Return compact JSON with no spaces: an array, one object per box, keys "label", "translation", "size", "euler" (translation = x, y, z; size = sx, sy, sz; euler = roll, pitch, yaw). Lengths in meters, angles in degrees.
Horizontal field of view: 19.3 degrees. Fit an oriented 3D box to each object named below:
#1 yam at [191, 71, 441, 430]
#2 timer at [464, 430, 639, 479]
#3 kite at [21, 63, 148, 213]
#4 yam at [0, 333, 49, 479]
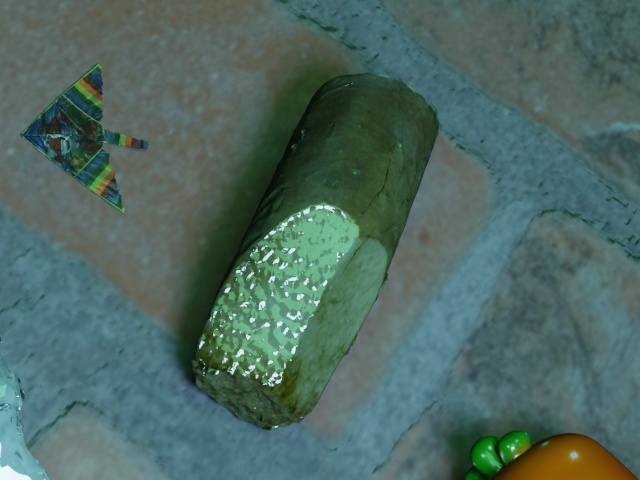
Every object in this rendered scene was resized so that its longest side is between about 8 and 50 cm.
[{"label":"yam","translation":[0.000,0.000,1.272],"size":[0.106,0.106,0.259],"euler":[27,53,-6]},{"label":"timer","translation":[0.146,0.175,1.225],"size":[0.136,0.099,0.136],"euler":[20,49,-25]},{"label":"kite","translation":[-0.163,-0.074,1.303],"size":[0.090,0.004,0.122],"euler":[5,59,-20]},{"label":"yam","translation":[-0.326,0.119,0.993],"size":[0.348,0.241,0.241],"euler":[-5,63,-23]}]
